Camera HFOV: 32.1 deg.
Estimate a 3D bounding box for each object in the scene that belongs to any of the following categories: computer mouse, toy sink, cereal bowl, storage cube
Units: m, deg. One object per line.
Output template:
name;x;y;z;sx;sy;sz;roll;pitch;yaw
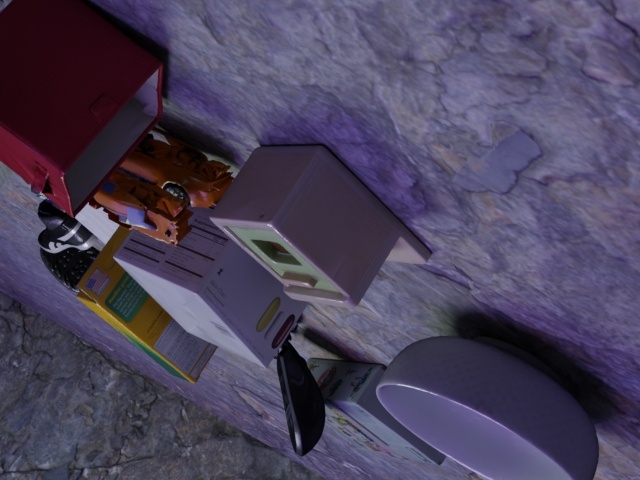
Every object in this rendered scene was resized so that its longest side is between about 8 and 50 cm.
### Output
computer mouse;-0.037;0.270;2.111;0.072;0.272;0.188;-9;166;-10
toy sink;0.000;0.000;1.431;0.234;0.131;0.152;43;160;-31
cereal bowl;0.257;0.241;1.617;0.339;0.141;0.339;30;162;10
storage cube;-0.331;-0.177;1.400;0.193;0.215;0.184;38;163;3

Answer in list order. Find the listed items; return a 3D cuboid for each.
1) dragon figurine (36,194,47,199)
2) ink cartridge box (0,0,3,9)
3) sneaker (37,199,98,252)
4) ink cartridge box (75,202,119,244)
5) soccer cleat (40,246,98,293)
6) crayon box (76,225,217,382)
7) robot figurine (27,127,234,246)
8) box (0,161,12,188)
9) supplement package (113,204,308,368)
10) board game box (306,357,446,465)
dragon figurine;-0.397;-0.114;1.683;0.085;0.289;0.144;122;128;-70
ink cartridge box;-0.593;-0.373;1.463;0.283;0.117;0.207;25;161;21
sneaker;-0.562;-0.041;2.359;0.216;0.079;0.121;-3;138;48
ink cartridge box;-0.386;-0.052;2.113;0.179;0.045;0.145;-12;135;40
soccer cleat;-0.509;0.098;2.577;0.318;0.109;0.116;32;166;-8
crayon box;-0.297;0.088;2.034;0.083;0.203;0.323;11;152;48
robot figurine;-0.279;-0.106;1.558;0.291;0.211;0.085;26;131;15
box;-0.733;-0.171;2.217;0.181;0.119;0.181;30;162;7
supplement package;-0.178;0.067;1.877;0.204;0.145;0.262;20;159;36
board game box;0.099;0.335;2.196;0.224;0.098;0.303;40;159;-20
